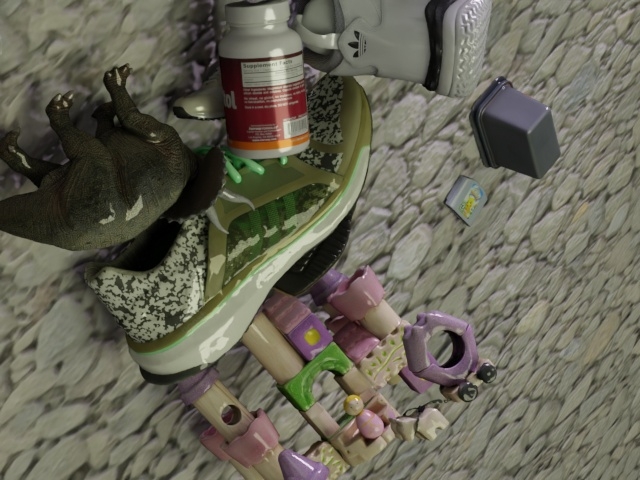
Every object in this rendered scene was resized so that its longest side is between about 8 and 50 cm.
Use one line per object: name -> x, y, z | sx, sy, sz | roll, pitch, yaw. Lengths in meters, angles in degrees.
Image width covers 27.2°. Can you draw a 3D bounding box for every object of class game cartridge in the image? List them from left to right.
game cartridge -> 0.209, -0.058, 1.884 | 0.056, 0.017, 0.083 | -62, 145, -6

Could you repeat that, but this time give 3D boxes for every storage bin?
storage bin -> 0.282, -0.153, 1.845 | 0.098, 0.091, 0.135 | -48, 144, -18

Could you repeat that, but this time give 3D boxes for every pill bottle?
pill bottle -> -0.058, -0.164, 1.337 | 0.086, 0.086, 0.152 | -20, 113, -43

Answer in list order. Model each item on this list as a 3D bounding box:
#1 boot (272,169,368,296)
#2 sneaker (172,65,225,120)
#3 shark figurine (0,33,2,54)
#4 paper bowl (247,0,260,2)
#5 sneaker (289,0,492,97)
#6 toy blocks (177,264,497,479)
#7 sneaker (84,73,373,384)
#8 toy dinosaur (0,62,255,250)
boot -> 0.000, 0.000, 1.564 | 0.198, 0.076, 0.137 | -58, 171, -23
sneaker -> -0.095, -0.175, 1.402 | 0.161, 0.057, 0.075 | -21, 110, -40
shark figurine -> -0.191, -0.269, 1.160 | 0.278, 0.116, 0.166 | -27, 131, -41
paper bowl -> 0.006, -0.361, 1.240 | 0.284, 0.148, 0.284 | -34, -179, 0
sneaker -> 0.089, -0.277, 1.489 | 0.366, 0.210, 0.137 | -71, 168, -60
toy blocks -> -0.019, 0.138, 1.537 | 0.288, 0.309, 0.260 | -42, 99, -14
sneaker -> -0.096, -0.048, 1.418 | 0.410, 0.158, 0.182 | -54, 127, -18
toy dinosaur -> -0.201, -0.059, 1.236 | 0.313, 0.160, 0.121 | -25, 166, -41
